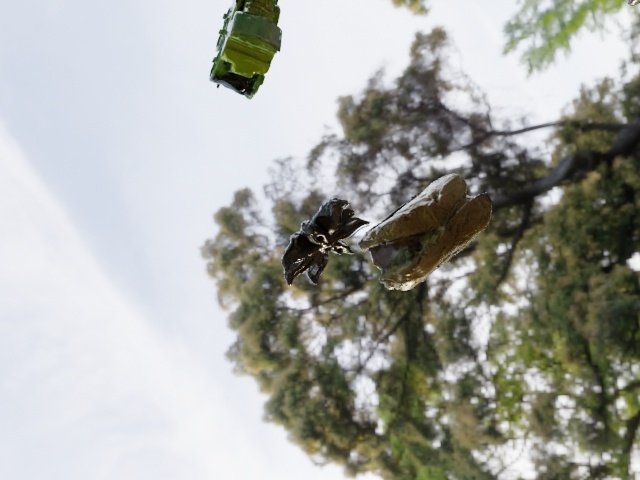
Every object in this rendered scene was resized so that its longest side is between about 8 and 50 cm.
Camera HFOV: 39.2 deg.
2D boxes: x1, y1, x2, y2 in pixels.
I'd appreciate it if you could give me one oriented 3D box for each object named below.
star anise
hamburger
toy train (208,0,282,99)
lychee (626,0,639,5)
[{"bbox_3d":[-0.002,0.000,1.118,0.042,0.141,0.141,42,-151,26],"label":"star anise"},{"bbox_3d":[0.192,-0.022,1.452,0.262,0.131,0.124,-37,-84,-40],"label":"hamburger"},{"bbox_3d":[-0.062,-0.228,0.834,0.053,0.085,0.250,19,-138,-17],"label":"toy train"},{"bbox_3d":[0.294,-0.316,0.679,0.271,0.271,0.272,16,-110,-49],"label":"lychee"}]
